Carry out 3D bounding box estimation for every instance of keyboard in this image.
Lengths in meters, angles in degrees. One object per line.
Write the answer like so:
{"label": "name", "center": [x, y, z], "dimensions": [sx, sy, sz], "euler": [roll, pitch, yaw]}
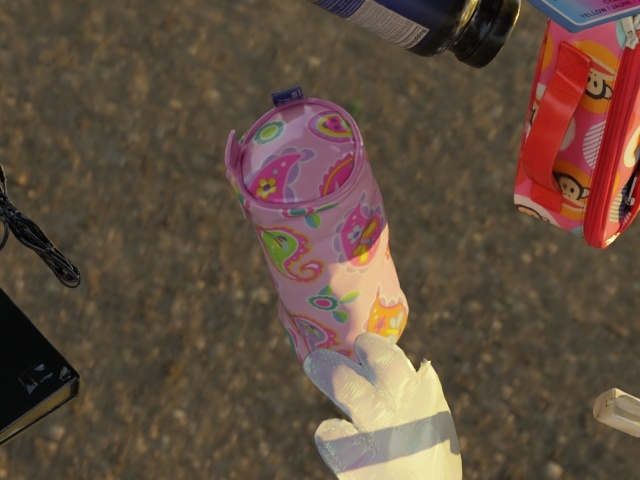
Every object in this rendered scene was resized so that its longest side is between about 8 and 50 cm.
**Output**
{"label": "keyboard", "center": [-0.311, 0.038, 1.552], "dimensions": [0.201, 0.033, 0.317], "euler": [-36, 60, -20]}

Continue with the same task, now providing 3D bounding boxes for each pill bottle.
{"label": "pill bottle", "center": [0.087, -0.261, 1.832], "dimensions": [0.219, 0.123, 0.123], "euler": [24, 44, -17]}

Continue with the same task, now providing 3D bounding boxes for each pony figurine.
{"label": "pony figurine", "center": [0.017, 0.280, 1.092], "dimensions": [0.303, 0.351, 0.363], "euler": [-33, 49, -6]}

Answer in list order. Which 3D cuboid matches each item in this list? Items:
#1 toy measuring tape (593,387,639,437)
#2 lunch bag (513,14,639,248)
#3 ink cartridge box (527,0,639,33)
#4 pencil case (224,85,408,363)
{"label": "toy measuring tape", "center": [0.236, 0.176, 1.022], "dimensions": [0.121, 0.121, 0.330], "euler": [0, 10, -23]}
{"label": "lunch bag", "center": [0.254, -0.143, 1.522], "dimensions": [0.120, 0.293, 0.258], "euler": [30, 52, 21]}
{"label": "ink cartridge box", "center": [0.085, -0.331, 1.003], "dimensions": [0.395, 0.151, 0.270], "euler": [29, 61, -32]}
{"label": "pencil case", "center": [0.000, 0.000, 1.545], "dimensions": [0.124, 0.284, 0.124], "euler": [-6, 55, 9]}
